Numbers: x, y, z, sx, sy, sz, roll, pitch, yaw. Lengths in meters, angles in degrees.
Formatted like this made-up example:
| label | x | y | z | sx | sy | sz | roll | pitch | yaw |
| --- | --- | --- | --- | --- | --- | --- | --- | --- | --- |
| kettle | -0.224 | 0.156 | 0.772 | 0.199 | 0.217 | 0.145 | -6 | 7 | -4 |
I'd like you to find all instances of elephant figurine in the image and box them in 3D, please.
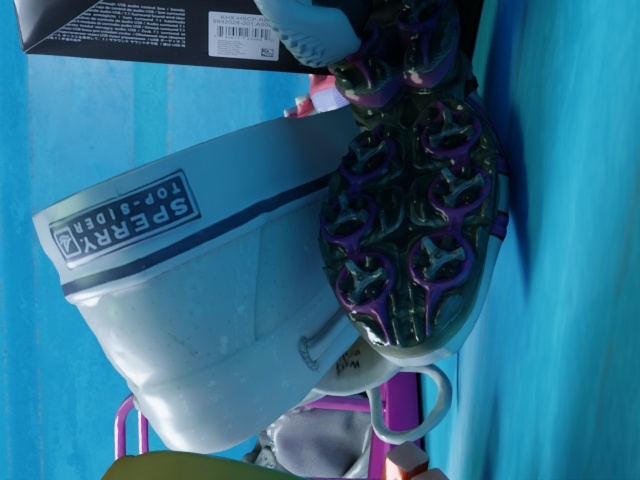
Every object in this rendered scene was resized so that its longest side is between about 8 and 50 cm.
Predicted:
| label | x | y | z | sx | sy | sz | roll | pitch | yaw |
| --- | --- | --- | --- | --- | --- | --- | --- | --- | --- |
| elephant figurine | -0.014 | 0.141 | 1.034 | 0.239 | 0.186 | 0.169 | 57 | -137 | -11 |

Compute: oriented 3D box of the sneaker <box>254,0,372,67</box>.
| label | x | y | z | sx | sy | sz | roll | pitch | yaw |
| --- | --- | --- | --- | --- | --- | --- | --- | --- | --- |
| sneaker | 0.016 | -0.193 | 0.453 | 0.101 | 0.153 | 0.268 | -114 | 6 | -57 |

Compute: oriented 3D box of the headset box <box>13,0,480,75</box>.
| label | x | y | z | sx | sy | sz | roll | pitch | yaw |
| --- | --- | --- | --- | --- | --- | --- | --- | --- | --- |
| headset box | -0.029 | -0.229 | 0.692 | 0.110 | 0.218 | 0.293 | 97 | 177 | -54 |

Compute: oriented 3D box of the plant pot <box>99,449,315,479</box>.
| label | x | y | z | sx | sy | sz | roll | pitch | yaw |
| --- | --- | --- | --- | --- | --- | --- | --- | --- | --- |
| plant pot | -0.026 | 0.161 | 0.325 | 0.205 | 0.205 | 0.187 | 95 | -166 | -67 |

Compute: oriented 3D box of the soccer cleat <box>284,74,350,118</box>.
| label | x | y | z | sx | sy | sz | roll | pitch | yaw |
| --- | --- | --- | --- | --- | --- | --- | --- | --- | --- |
| soccer cleat | 0.032 | -0.071 | 0.885 | 0.095 | 0.083 | 0.248 | 65 | 167 | 0 |

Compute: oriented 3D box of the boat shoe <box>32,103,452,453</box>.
| label | x | y | z | sx | sy | sz | roll | pitch | yaw |
| --- | --- | --- | --- | --- | --- | --- | --- | --- | --- |
| boat shoe | 0.003 | 0.023 | 0.630 | 0.367 | 0.136 | 0.156 | -31 | -80 | -76 |

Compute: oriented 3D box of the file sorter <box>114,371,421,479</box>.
| label | x | y | z | sx | sy | sz | roll | pitch | yaw |
| --- | --- | --- | --- | --- | --- | --- | --- | --- | --- |
| file sorter | -0.039 | 0.205 | 0.785 | 0.290 | 0.182 | 0.202 | -88 | 1 | -57 |

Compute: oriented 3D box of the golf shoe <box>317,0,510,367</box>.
| label | x | y | z | sx | sy | sz | roll | pitch | yaw |
| --- | --- | --- | --- | --- | --- | --- | --- | --- | --- |
| golf shoe | 0.044 | -0.019 | 0.517 | 0.186 | 0.068 | 0.086 | -86 | -25 | -46 |

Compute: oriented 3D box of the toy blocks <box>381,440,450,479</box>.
| label | x | y | z | sx | sy | sz | roll | pitch | yaw |
| --- | --- | --- | --- | --- | --- | --- | --- | --- | --- |
| toy blocks | 0.034 | 0.127 | 0.487 | 0.123 | 0.054 | 0.148 | -88 | 2 | -54 |
